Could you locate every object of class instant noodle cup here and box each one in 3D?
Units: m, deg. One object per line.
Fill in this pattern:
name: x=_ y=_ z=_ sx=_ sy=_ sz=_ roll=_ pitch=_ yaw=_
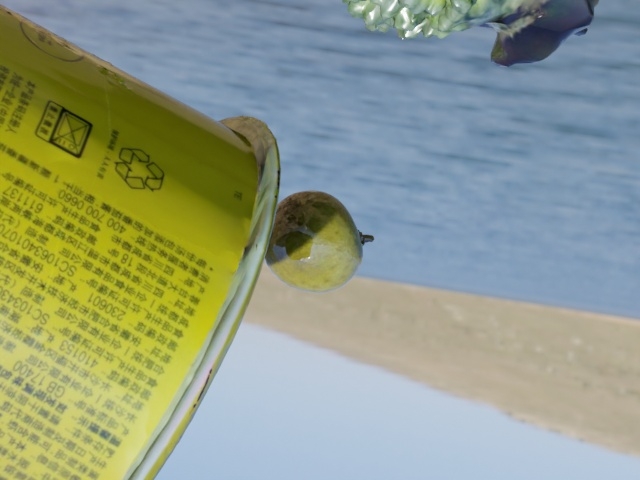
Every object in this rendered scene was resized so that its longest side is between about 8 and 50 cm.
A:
instant noodle cup: x=-0.214 y=0.008 z=0.714 sx=0.254 sy=0.325 sz=0.325 roll=34 pitch=169 yaw=-22

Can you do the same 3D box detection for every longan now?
longan: x=0.000 y=0.000 z=1.035 sx=0.083 sy=0.075 sz=0.075 roll=-7 pitch=-173 yaw=-29

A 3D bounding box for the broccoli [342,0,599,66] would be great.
broccoli: x=0.090 y=-0.229 z=0.778 sx=0.247 sy=0.243 sz=0.263 roll=48 pitch=-153 yaw=-1
